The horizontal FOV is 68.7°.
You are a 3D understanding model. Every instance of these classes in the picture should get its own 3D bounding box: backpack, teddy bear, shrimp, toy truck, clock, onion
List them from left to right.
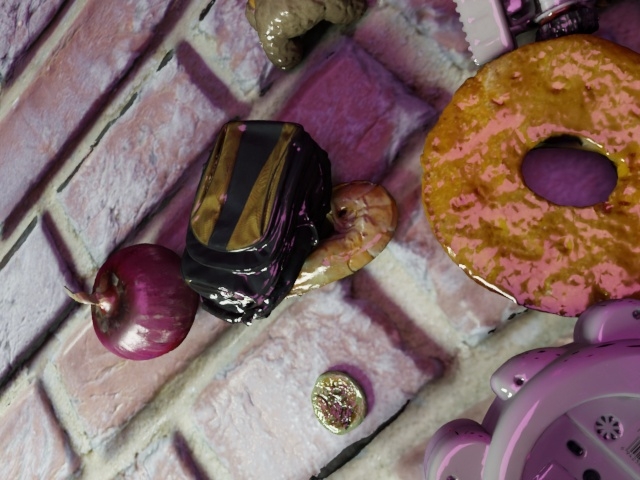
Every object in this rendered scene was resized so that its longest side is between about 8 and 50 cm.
[{"bbox_3d":[-0.267,0.091,0.704,0.178,0.153,0.177,-1,86,10],"label":"onion"},{"bbox_3d":[-0.089,-0.019,0.622,0.206,0.133,0.258,9,72,34],"label":"backpack"},{"bbox_3d":[-0.044,-0.371,0.663,0.177,0.140,0.190,-27,67,22],"label":"teddy bear"},{"bbox_3d":[-0.002,0.000,0.649,0.236,0.053,0.132,-34,69,18],"label":"shrimp"},{"bbox_3d":[0.299,-0.295,0.516,0.286,0.111,0.136,-17,94,24],"label":"toy truck"},{"bbox_3d":[0.237,0.190,0.386,0.227,0.090,0.248,43,89,12],"label":"clock"}]

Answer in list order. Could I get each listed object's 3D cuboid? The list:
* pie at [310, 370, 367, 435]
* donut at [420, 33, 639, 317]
[{"bbox_3d":[0.023,0.218,0.635,0.085,0.017,0.085,-2,84,23],"label":"pie"},{"bbox_3d":[0.266,-0.062,0.509,0.303,0.110,0.302,-3,81,23],"label":"donut"}]
